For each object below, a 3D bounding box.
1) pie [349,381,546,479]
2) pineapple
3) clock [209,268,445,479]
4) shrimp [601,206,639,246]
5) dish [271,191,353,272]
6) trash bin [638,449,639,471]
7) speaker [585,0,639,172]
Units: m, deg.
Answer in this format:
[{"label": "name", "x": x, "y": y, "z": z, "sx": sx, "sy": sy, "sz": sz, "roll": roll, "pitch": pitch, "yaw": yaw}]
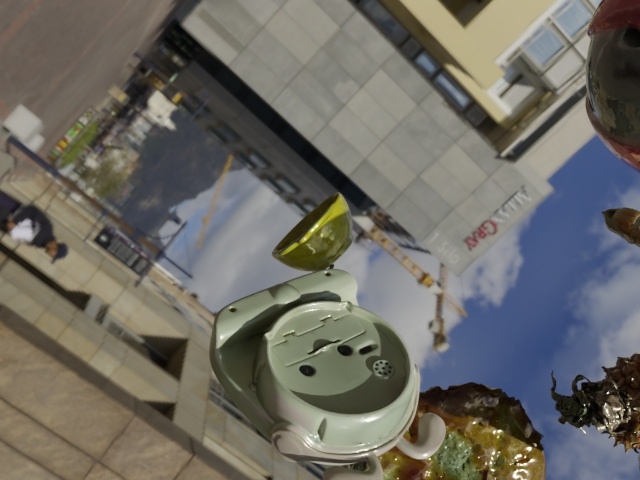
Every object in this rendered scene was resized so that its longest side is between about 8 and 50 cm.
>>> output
[{"label": "pie", "x": 0.186, "y": 0.372, "z": 1.064, "sx": 0.103, "sy": 0.288, "sz": 0.354, "roll": -99, "pitch": -158, "yaw": -84}, {"label": "pineapple", "x": 0.682, "y": 0.386, "z": 1.721, "sx": 0.262, "sy": 0.272, "sz": 0.262, "roll": -17, "pitch": -109, "yaw": 59}, {"label": "clock", "x": 0.011, "y": 0.113, "z": 0.606, "sx": 0.152, "sy": 0.191, "sz": 0.062, "roll": -19, "pitch": 140, "yaw": -34}, {"label": "shrimp", "x": 0.549, "y": 0.016, "z": 1.246, "sx": 0.161, "sy": 0.166, "sz": 0.049, "roll": 37, "pitch": -104, "yaw": 30}, {"label": "dish", "x": 0.000, "y": 0.000, "z": 1.173, "sx": 0.149, "sy": 0.080, "sz": 0.207, "roll": -42, "pitch": -171, "yaw": 12}, {"label": "trash bin", "x": 0.497, "y": 0.281, "z": 0.852, "sx": 0.214, "sy": 0.214, "sz": 0.334, "roll": -50, "pitch": 166, "yaw": -4}, {"label": "speaker", "x": 0.447, "y": -0.195, "z": 0.841, "sx": 0.294, "sy": 0.294, "sz": 0.294, "roll": -43, "pitch": -161, "yaw": 19}]
